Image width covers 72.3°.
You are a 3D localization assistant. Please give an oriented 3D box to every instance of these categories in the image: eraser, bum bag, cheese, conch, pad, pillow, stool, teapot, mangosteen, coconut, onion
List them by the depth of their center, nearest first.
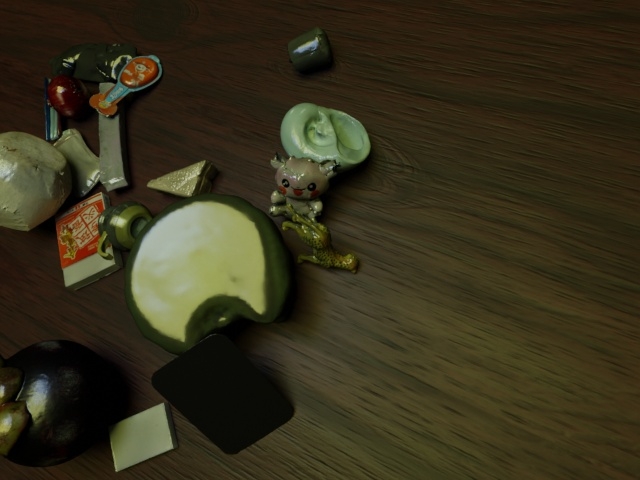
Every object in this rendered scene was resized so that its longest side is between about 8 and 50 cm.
[{"bbox_3d":[-0.192,0.316,0.883,0.181,0.004,0.267,-34,112,3],"label":"pad"},{"bbox_3d":[-0.605,0.343,0.925,0.275,0.302,0.274,-8,74,28],"label":"mangosteen"},{"bbox_3d":[-0.403,0.442,0.989,0.151,0.023,0.103,-24,68,6],"label":"eraser"},{"bbox_3d":[0.012,-0.237,1.040,0.221,0.121,0.185,42,81,14],"label":"conch"},{"bbox_3d":[-0.500,-0.023,1.105,0.119,0.130,0.165,8,54,32],"label":"teapot"},{"bbox_3d":[-0.028,-0.498,1.149,0.110,0.096,0.096,-17,69,15],"label":"stool"},{"bbox_3d":[-0.813,-0.146,1.168,0.247,0.245,0.245,-47,66,17],"label":"coconut"},{"bbox_3d":[-0.629,0.000,1.184,0.157,0.038,0.230,-25,67,6],"label":"eraser"},{"bbox_3d":[-0.716,-0.230,1.280,0.130,0.038,0.233,-46,69,-2],"label":"pillow"},{"bbox_3d":[-0.563,-0.460,1.282,0.106,0.037,0.256,34,67,6],"label":"cheese"},{"bbox_3d":[-0.750,-0.427,1.307,0.131,0.131,0.131,-5,72,14],"label":"onion"},{"bbox_3d":[-0.717,-0.552,1.362,0.327,0.079,0.142,7,71,18],"label":"bum bag"}]

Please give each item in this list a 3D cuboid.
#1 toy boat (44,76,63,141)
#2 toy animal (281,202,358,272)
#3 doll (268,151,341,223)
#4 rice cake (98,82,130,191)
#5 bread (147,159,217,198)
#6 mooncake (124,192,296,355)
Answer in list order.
[{"bbox_3d":[-0.828,-0.401,1.355,0.046,0.080,0.228,-7,66,-24],"label":"toy boat"},{"bbox_3d":[0.000,0.000,0.946,0.136,0.181,0.073,19,60,32],"label":"toy animal"},{"bbox_3d":[-0.042,-0.114,0.988,0.150,0.192,0.095,16,46,3],"label":"doll"},{"bbox_3d":[-0.596,-0.299,1.259,0.073,0.056,0.364,-13,69,-3],"label":"rice cake"},{"bbox_3d":[-0.357,-0.162,1.139,0.152,0.077,0.105,14,81,16],"label":"bread"},{"bbox_3d":[-0.231,0.074,0.945,0.352,0.187,0.350,0,82,2],"label":"mooncake"}]
